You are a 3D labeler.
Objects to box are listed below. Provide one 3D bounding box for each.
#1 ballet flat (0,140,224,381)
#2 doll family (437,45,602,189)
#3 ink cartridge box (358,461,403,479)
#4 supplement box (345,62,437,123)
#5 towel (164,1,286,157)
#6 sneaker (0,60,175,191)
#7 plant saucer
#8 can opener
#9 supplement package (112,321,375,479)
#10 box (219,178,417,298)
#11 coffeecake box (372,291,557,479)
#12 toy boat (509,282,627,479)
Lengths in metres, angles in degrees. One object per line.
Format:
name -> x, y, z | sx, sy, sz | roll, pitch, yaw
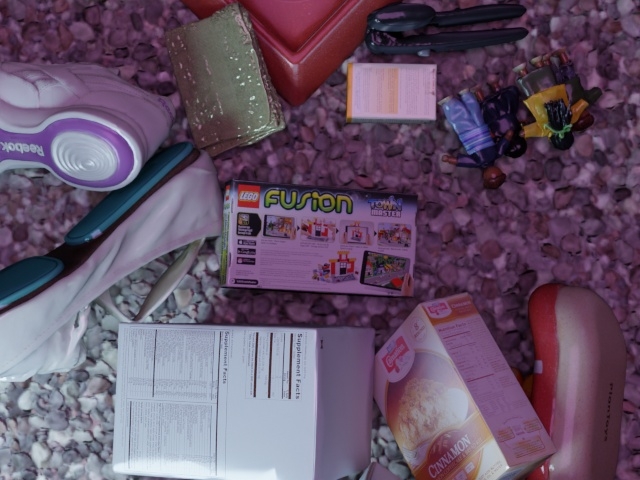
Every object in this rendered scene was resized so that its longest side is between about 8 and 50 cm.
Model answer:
ballet flat -> -0.242, 0.052, 1.295 | 0.400, 0.139, 0.139 | -39, 86, -26
doll family -> 0.216, -0.128, 1.385 | 0.193, 0.076, 0.111 | -24, 90, 3
ink cartridge box -> 0.052, 0.347, 1.242 | 0.154, 0.093, 0.212 | 33, 101, 2
supplement box -> 0.077, -0.160, 1.402 | 0.098, 0.036, 0.062 | 2, 86, 0
towel -> -0.104, -0.172, 1.387 | 0.110, 0.027, 0.148 | -17, 95, 22
sneaker -> -0.298, -0.135, 1.376 | 0.305, 0.152, 0.114 | 16, 126, 18
plant saucer -> -0.031, -0.325, 1.410 | 0.258, 0.048, 0.259 | 44, 88, 3
can opener -> 0.137, -0.229, 1.399 | 0.186, 0.073, 0.059 | -1, 102, -13
supplement package -> -0.069, 0.156, 1.274 | 0.203, 0.194, 0.149 | 0, 86, 19
box -> 0.000, 0.000, 1.361 | 0.207, 0.036, 0.114 | 5, 85, -17
coffeecake box -> 0.134, 0.170, 1.294 | 0.068, 0.142, 0.185 | -11, 61, -34
toy boat -> 0.229, 0.159, 1.343 | 0.151, 0.151, 0.231 | 4, 85, 29
